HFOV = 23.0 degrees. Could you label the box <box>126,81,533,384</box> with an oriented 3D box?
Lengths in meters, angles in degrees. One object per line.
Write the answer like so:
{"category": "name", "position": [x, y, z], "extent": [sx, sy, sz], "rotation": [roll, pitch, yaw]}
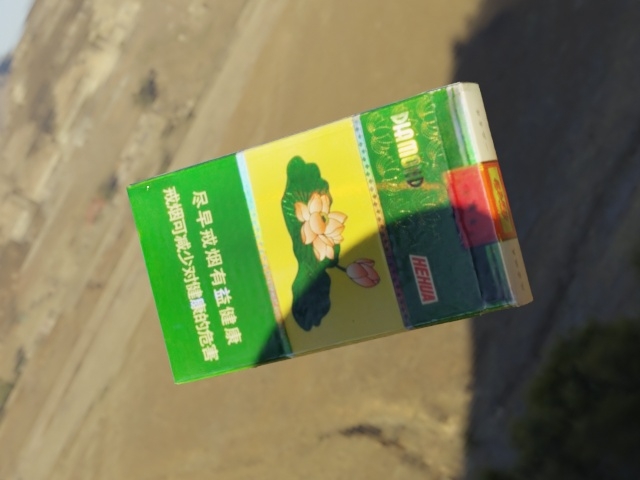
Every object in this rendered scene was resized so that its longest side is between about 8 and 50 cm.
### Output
{"category": "box", "position": [0.000, 0.000, 0.937], "extent": [0.235, 0.132, 0.034], "rotation": [-16, -3, 27]}
